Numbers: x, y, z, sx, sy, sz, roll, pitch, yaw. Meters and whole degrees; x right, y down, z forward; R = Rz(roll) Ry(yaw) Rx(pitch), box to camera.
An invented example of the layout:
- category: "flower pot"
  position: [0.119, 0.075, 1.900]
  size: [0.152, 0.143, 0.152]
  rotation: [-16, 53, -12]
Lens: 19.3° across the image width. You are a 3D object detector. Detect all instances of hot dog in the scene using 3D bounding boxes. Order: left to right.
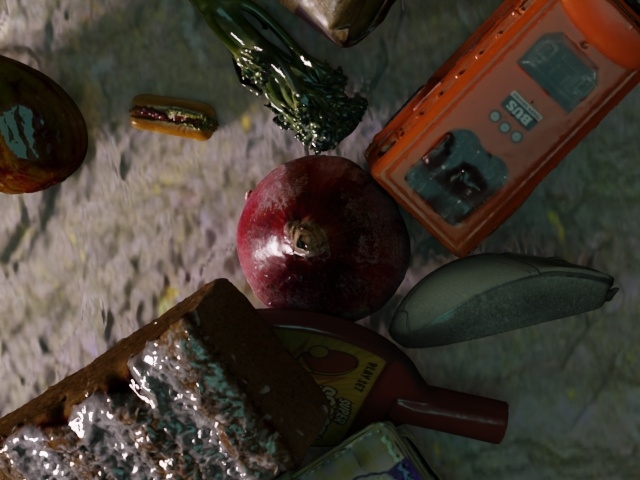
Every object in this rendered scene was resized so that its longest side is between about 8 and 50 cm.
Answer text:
- category: "hot dog"
  position: [-0.133, -0.111, 1.714]
  size: [0.083, 0.021, 0.037]
  rotation: [7, 102, 3]

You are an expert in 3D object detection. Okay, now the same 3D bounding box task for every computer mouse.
- category: "computer mouse"
  position: [0.163, 0.041, 1.657]
  size: [0.229, 0.113, 0.068]
  rotation: [-12, 94, -24]

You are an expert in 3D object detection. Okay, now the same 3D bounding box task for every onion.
- category: "onion"
  position: [0.000, 0.000, 1.642]
  size: [0.159, 0.195, 0.159]
  rotation: [0, 88, 5]

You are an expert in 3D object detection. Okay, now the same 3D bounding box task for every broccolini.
- category: "broccolini"
  position: [-0.126, -0.214, 1.665]
  size: [0.392, 0.074, 0.079]
  rotation: [36, 93, -6]

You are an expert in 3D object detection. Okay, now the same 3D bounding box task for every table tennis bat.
- category: "table tennis bat"
  position: [0.018, 0.132, 1.697]
  size: [0.310, 0.038, 0.200]
  rotation: [13, 143, -8]

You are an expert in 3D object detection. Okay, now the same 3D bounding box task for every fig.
- category: "fig"
  position: [-0.275, -0.117, 1.683]
  size: [0.109, 0.103, 0.155]
  rotation: [-20, 88, -30]

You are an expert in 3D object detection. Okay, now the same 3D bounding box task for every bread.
- category: "bread"
  position: [-0.193, 0.196, 1.659]
  size: [0.416, 0.113, 0.165]
  rotation: [-33, 102, 32]

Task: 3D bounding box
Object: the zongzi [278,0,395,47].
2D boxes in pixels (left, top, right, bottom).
- category: "zongzi"
  position: [-0.010, -0.345, 1.577]
  size: [0.286, 0.134, 0.288]
  rotation: [31, 123, -4]

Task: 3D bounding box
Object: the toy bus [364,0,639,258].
- category: "toy bus"
  position: [0.193, -0.142, 1.627]
  size: [0.143, 0.153, 0.329]
  rotation: [44, 99, -4]

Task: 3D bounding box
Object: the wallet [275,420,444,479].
- category: "wallet"
  position: [-0.001, 0.322, 1.736]
  size: [0.309, 0.077, 0.223]
  rotation: [-33, 87, 16]
